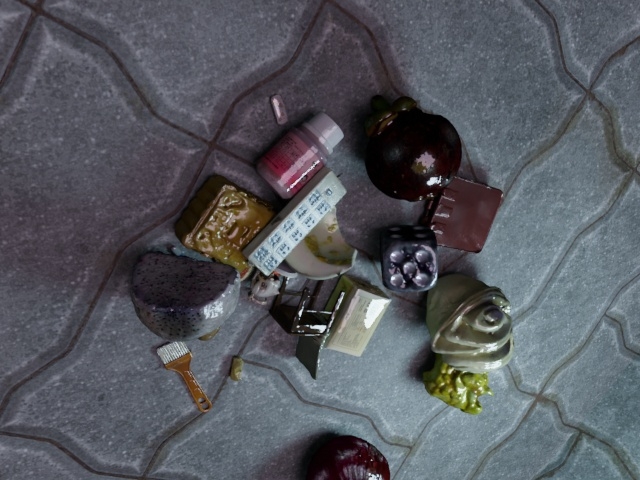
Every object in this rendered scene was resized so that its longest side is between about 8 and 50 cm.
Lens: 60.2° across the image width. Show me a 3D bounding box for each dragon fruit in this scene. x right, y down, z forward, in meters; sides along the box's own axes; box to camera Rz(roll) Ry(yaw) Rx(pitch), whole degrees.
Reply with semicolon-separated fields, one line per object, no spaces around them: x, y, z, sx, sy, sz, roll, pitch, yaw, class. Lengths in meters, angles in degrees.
-0.366;0.176;1.466;0.283;0.221;0.204;7;126;-1;dragon fruit

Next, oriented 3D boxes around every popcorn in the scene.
0.543;0.518;2.135;0.242;0.235;0.250;29;84;-16;popcorn

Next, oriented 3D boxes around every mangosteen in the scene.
0.262;-0.263;1.617;0.311;0.311;0.311;-11;116;-23;mangosteen

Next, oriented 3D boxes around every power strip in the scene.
-0.064;-0.058;1.532;0.367;0.043;0.106;-47;136;-5;power strip

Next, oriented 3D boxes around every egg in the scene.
-0.019;0.003;1.655;0.206;0.162;0.271;-27;79;0;egg

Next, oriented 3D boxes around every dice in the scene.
0.284;0.056;1.787;0.183;0.182;0.181;-1;110;5;dice

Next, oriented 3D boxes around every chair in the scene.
-0.062;0.272;1.755;0.186;0.160;0.319;10;106;-36;chair

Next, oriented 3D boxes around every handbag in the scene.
0.485;-0.092;1.918;0.275;0.084;0.260;9;108;-30;handbag

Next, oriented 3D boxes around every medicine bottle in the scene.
-0.055;-0.239;1.538;0.247;0.147;0.147;-44;124;-3;medicine bottle

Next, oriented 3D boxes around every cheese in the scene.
-0.267;0.415;1.776;0.030;0.044;0.083;-5;112;-43;cheese

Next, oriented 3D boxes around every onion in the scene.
0.074;0.876;2.021;0.260;0.282;0.337;43;98;-14;onion

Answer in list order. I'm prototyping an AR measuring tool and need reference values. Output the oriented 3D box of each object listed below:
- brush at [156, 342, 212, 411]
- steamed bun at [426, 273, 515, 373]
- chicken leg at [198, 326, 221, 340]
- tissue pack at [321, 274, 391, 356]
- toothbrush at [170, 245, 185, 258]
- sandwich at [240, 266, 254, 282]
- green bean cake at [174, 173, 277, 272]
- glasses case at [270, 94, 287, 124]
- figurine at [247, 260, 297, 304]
-0.410;0.432;1.727;0.090;0.017;0.314;-26;121;-12;brush
0.565;0.294;1.982;0.339;0.247;0.352;17;60;-30;steamed bun
-0.312;0.216;1.634;0.085;0.069;0.198;37;103;-9;chicken leg
0.106;0.250;1.847;0.159;0.125;0.234;20;102;-31;tissue pack
-0.345;0.114;1.613;0.019;0.025;0.275;-39;124;-6;toothbrush
-0.246;0.089;1.652;0.135;0.029;0.067;-41;118;-4;sandwich
-0.255;-0.042;1.528;0.224;0.131;0.229;33;95;-35;green bean cake
-0.115;-0.362;1.525;0.032;0.021;0.083;-26;121;-18;glasses case
-0.157;0.123;1.667;0.132;0.132;0.153;24;108;-33;figurine
